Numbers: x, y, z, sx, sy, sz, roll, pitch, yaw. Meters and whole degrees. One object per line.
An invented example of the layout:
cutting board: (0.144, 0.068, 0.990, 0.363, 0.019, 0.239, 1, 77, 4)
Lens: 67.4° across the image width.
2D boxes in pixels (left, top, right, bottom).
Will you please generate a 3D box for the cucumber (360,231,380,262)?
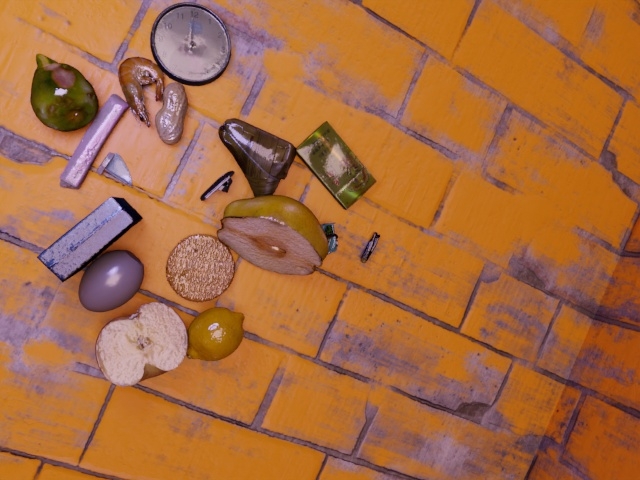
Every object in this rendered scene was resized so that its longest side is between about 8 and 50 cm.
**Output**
cucumber: (0.201, 0.030, 1.938, 0.033, 0.034, 0.135, 29, 82, -2)

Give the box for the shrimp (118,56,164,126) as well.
shrimp: (-0.606, -0.509, 1.637, 0.150, 0.068, 0.248, -7, 89, -14)

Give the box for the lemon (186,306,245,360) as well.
lemon: (-0.378, 0.335, 1.718, 0.244, 0.187, 0.187, -38, 104, -5)

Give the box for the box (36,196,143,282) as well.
box: (-0.726, -0.016, 1.542, 0.279, 0.261, 0.116, -41, 102, -9)

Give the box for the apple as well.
apple: (-0.620, 0.355, 1.659, 0.293, 0.163, 0.251, -17, 89, -26)

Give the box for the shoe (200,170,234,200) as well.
shoe: (-0.365, -0.188, 1.741, 0.159, 0.062, 0.053, -42, 117, -10)

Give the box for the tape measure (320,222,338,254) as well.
tape measure: (0.000, 0.000, 1.851, 0.146, 0.081, 0.125, -9, 94, -15)

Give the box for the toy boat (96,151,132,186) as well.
toy boat: (-0.695, -0.240, 1.658, 0.122, 0.034, 0.096, 35, 85, -25)

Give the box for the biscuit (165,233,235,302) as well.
biscuit: (-0.436, 0.102, 1.756, 0.254, 0.035, 0.254, -1, 94, -16)

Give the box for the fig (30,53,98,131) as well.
fig: (-0.837, -0.491, 1.532, 0.206, 0.206, 0.275, -33, 70, -11)

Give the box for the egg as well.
egg: (-0.703, 0.140, 1.608, 0.176, 0.176, 0.232, 40, 90, -16)

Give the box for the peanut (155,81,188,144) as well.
peanut: (-0.514, -0.439, 1.658, 0.098, 0.090, 0.214, 13, 90, -19)

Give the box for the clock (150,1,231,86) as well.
clock: (-0.449, -0.685, 1.673, 0.280, 0.055, 0.280, -2, 96, -16)

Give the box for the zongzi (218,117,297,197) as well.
zongzi: (-0.263, -0.261, 1.740, 0.286, 0.138, 0.300, 22, 108, -9)

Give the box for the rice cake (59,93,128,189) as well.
rice cake: (-0.765, -0.329, 1.612, 0.073, 0.056, 0.365, 31, 85, -15)

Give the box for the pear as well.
pear: (-0.155, -0.042, 1.710, 0.386, 0.340, 0.191, 27, 56, -10)

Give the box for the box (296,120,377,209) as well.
box: (0.061, -0.288, 1.863, 0.173, 0.043, 0.311, -44, 105, -9)
